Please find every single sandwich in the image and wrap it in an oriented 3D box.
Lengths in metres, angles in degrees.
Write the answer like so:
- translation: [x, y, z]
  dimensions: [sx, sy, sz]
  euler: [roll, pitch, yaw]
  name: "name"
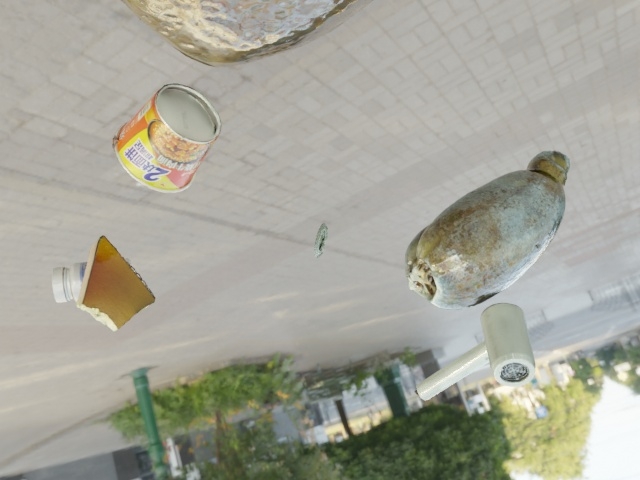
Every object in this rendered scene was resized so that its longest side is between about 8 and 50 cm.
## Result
- translation: [-0.481, 0.103, 1.406]
  dimensions: [0.058, 0.193, 0.162]
  euler: [-34, -174, 36]
  name: "sandwich"

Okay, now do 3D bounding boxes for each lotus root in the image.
- translation: [0.267, -0.016, 0.931]
  dimensions: [0.322, 0.140, 0.158]
  euler: [-33, 169, -18]
  name: "lotus root"
- translation: [-0.086, -0.258, 0.499]
  dimensions: [0.192, 0.272, 0.272]
  euler: [-24, 163, 33]
  name: "lotus root"

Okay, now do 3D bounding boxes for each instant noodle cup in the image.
- translation: [-0.339, -0.241, 1.451]
  dimensions: [0.213, 0.213, 0.174]
  euler: [-2, 152, -44]
  name: "instant noodle cup"

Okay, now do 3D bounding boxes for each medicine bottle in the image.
- translation: [-0.574, 0.103, 1.615]
  dimensions: [0.186, 0.103, 0.103]
  euler: [-5, 161, -12]
  name: "medicine bottle"

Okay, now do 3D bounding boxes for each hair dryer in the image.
- translation: [0.246, 0.212, 1.068]
  dimensions: [0.073, 0.131, 0.236]
  euler: [40, 121, -21]
  name: "hair dryer"

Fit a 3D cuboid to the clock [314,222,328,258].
- translation: [0.000, 0.000, 1.326]
  dimensions: [0.010, 0.074, 0.083]
  euler: [14, 169, 13]
  name: "clock"
